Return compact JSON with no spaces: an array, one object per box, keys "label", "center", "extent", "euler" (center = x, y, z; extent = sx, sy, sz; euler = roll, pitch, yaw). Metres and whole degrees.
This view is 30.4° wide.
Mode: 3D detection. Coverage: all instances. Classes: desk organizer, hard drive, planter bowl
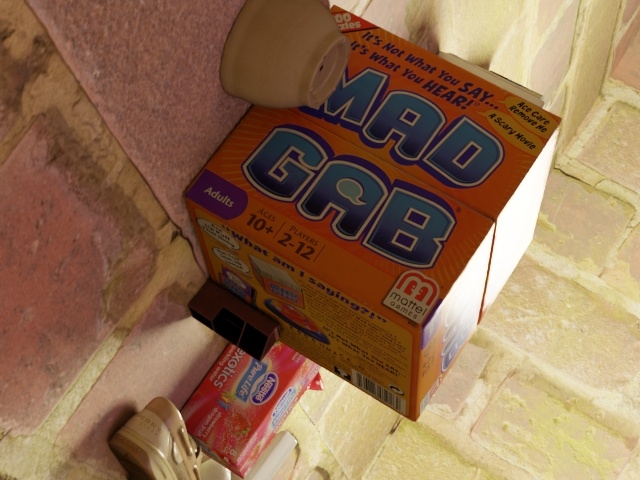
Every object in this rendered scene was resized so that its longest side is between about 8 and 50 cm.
[{"label":"desk organizer","center":[-0.124,0.116,1.700],"extent":[0.050,0.130,0.047],"euler":[-52,162,-20]},{"label":"hard drive","center":[-0.179,0.492,2.156],"extent":[0.307,0.040,0.203],"euler":[-50,-172,-38]},{"label":"planter bowl","center":[-0.032,-0.227,1.439],"extent":[0.162,0.109,0.162],"euler":[-52,161,-25]}]

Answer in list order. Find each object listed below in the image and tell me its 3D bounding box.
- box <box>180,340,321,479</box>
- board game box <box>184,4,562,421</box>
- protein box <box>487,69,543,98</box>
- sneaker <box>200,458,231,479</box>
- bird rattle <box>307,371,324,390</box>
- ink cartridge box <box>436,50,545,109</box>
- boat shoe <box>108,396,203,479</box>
[{"label":"box","center":[-0.112,0.248,1.956],"extent":[0.257,0.128,0.122],"euler":[-54,162,-19]},{"label":"board game box","center":[0.077,-0.030,1.650],"extent":[0.356,0.356,0.356],"euler":[-54,163,-20]},{"label":"protein box","center":[0.347,-0.236,2.480],"extent":[0.201,0.136,0.200],"euler":[-25,141,-63]},{"label":"sneaker","center":[-0.239,0.488,2.070],"extent":[0.237,0.085,0.086],"euler":[-50,168,-23]},{"label":"bird rattle","center":[-0.030,0.164,2.155],"extent":[0.253,0.143,0.207],"euler":[-49,152,5]},{"label":"ink cartridge box","center":[0.232,-0.159,2.119],"extent":[0.306,0.226,0.131],"euler":[-52,162,-23]},{"label":"boat shoe","center":[-0.226,0.348,1.803],"extent":[0.110,0.121,0.341],"euler":[-52,160,-23]}]
